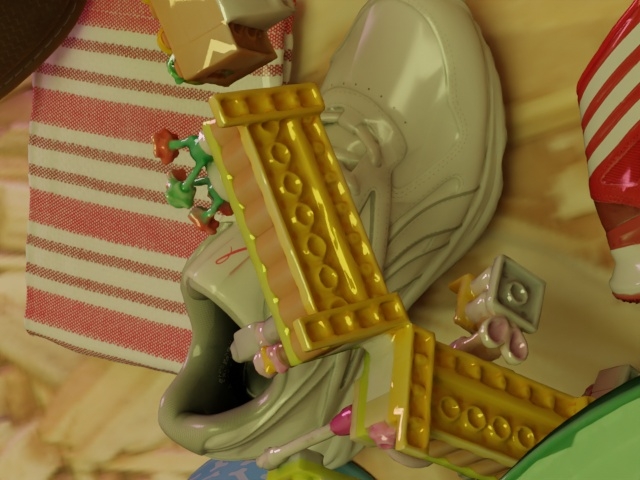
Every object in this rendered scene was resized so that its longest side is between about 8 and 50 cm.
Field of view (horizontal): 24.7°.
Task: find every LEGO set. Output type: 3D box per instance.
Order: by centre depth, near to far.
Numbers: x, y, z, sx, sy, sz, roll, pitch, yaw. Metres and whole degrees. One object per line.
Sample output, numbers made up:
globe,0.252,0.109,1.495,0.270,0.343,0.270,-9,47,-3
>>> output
LEGO set,0.008,0.028,0.554,0.287,0.132,0.107,42,140,-13

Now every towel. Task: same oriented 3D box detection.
towel,-0.081,-0.031,0.720,0.144,0.029,0.197,13,105,29

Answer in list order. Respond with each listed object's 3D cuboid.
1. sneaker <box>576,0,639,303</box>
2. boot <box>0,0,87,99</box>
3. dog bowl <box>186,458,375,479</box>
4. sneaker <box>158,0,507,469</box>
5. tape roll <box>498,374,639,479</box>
sneaker,0.187,-0.061,0.523,0.221,0.087,0.128,-19,88,30
boot,-0.198,-0.201,0.699,0.220,0.109,0.283,38,101,28
dog bowl,0.005,0.237,0.675,0.166,0.074,0.297,-40,77,28
sneaker,0.000,0.000,0.616,0.090,0.115,0.232,28,105,35
tape roll,0.168,0.185,0.427,0.321,0.077,0.321,0,89,15
